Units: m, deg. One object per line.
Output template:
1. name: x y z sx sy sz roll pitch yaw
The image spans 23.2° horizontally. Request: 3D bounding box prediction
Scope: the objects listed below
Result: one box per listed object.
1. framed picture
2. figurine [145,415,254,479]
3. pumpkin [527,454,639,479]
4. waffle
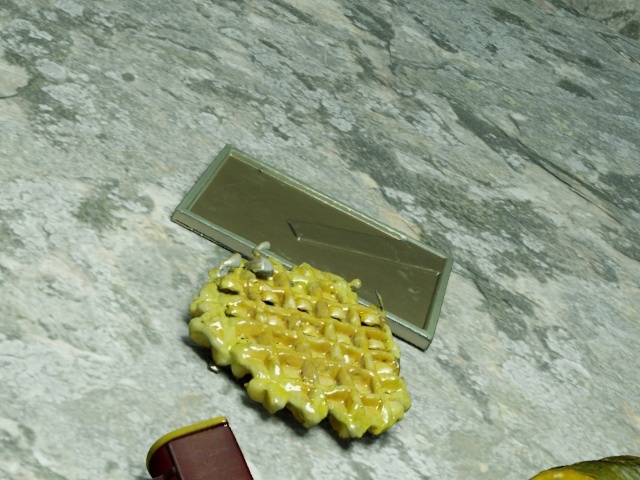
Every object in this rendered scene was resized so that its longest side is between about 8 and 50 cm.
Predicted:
1. framed picture: 0.000 0.000 1.914 0.335 0.022 0.247 27 24 0
2. figurine: -0.106 0.228 1.323 0.098 0.082 0.154 0 35 -21
3. pumpkin: 0.299 0.317 1.373 0.139 0.222 0.317 11 30 -33
4. waffle: -0.011 0.111 1.655 0.262 0.060 0.280 39 29 17
